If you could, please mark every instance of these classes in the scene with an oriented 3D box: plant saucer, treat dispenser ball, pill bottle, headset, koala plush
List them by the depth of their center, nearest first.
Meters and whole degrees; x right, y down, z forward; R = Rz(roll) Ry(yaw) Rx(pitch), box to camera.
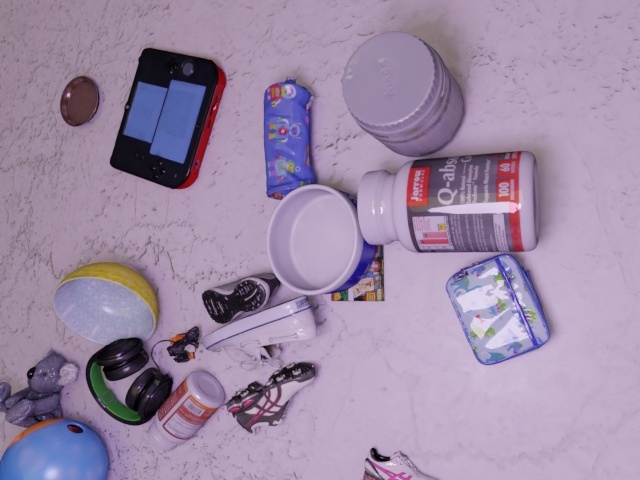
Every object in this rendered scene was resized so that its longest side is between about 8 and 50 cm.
[{"bbox_3d":[0.278,-0.077,1.241,0.363,0.210,0.210,-2,85,24],"label":"pill bottle"},{"bbox_3d":[-0.368,0.466,1.544,0.216,0.121,0.121,-48,69,15],"label":"pill bottle"},{"bbox_3d":[-0.498,0.365,1.606,0.394,0.185,0.243,-36,93,34],"label":"headset"},{"bbox_3d":[-0.755,0.654,1.616,0.288,0.288,0.288,-2,85,25],"label":"treat dispenser ball"},{"bbox_3d":[-0.858,0.453,1.765,0.196,0.203,0.221,13,70,37],"label":"koala plush"},{"bbox_3d":[-0.783,-0.452,1.866,0.168,0.029,0.168,-3,84,26],"label":"plant saucer"}]

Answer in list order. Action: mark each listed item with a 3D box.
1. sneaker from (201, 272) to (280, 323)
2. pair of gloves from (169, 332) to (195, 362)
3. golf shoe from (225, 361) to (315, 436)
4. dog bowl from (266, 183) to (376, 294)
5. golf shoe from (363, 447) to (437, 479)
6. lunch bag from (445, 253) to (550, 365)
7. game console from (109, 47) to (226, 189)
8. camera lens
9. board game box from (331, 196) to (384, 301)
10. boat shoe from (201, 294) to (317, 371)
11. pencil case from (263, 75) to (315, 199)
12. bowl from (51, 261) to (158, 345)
[{"bbox_3d":[-0.213,0.151,1.522,0.271,0.108,0.100,-18,96,38],"label":"sneaker"},{"bbox_3d":[-0.395,0.308,1.632,0.074,0.010,0.083,-17,81,21],"label":"pair of gloves"},{"bbox_3d":[-0.109,0.401,1.457,0.273,0.105,0.120,-31,91,24],"label":"golf shoe"},{"bbox_3d":[0.000,0.000,1.393,0.265,0.104,0.265,-3,85,33],"label":"dog bowl"},{"bbox_3d":[0.187,0.535,1.310,0.186,0.067,0.086,5,86,25],"label":"golf shoe"},{"bbox_3d":[0.388,0.146,1.241,0.176,0.090,0.219,-24,77,19],"label":"lunch bag"},{"bbox_3d":[-0.463,-0.365,1.694,0.342,0.060,0.387,20,93,25],"label":"game console"},{"bbox_3d":[0.190,-0.315,1.267,0.219,0.274,0.219,-2,84,24],"label":"camera lens"},{"bbox_3d":[0.091,0.022,1.421,0.136,0.030,0.260,-3,84,27],"label":"board game box"},{"bbox_3d":[-0.149,0.262,1.448,0.367,0.136,0.156,-24,86,32],"label":"boat shoe"},{"bbox_3d":[-0.079,-0.257,1.474,0.133,0.119,0.306,-3,84,14],"label":"pencil case"},{"bbox_3d":[-0.595,0.155,1.639,0.289,0.289,0.156,-20,35,22],"label":"bowl"}]
